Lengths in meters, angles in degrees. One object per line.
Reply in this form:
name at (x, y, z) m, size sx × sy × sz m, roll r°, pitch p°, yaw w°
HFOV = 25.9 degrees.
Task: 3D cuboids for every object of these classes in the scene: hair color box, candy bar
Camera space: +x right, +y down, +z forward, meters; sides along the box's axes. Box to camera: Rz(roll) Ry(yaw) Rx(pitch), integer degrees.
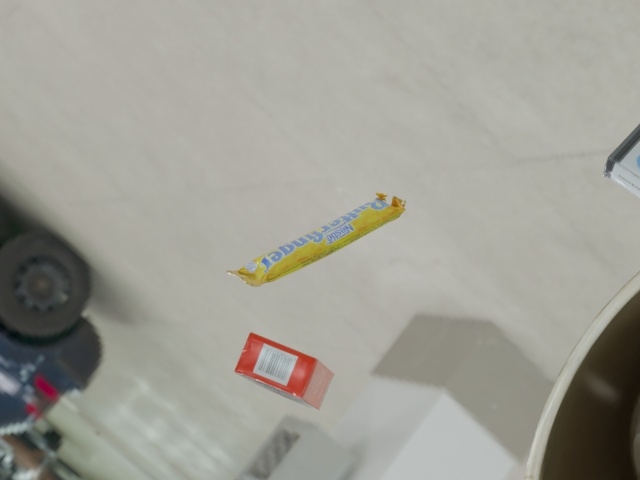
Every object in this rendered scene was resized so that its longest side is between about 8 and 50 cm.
hair color box at (-0.033, 0.128, 1.343) m, size 0.072 × 0.043 × 0.141 m, roll 21°, pitch 173°, yaw 11°
candy bar at (0.000, 0.000, 1.102) m, size 0.040 × 0.161 × 0.018 m, roll 20°, pitch 130°, yaw 52°

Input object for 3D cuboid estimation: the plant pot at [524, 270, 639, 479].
plant pot at (0.217, 0.106, 0.627) m, size 0.256 × 0.256 × 0.274 m, roll 37°, pitch -176°, yaw 6°

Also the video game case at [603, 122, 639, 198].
video game case at (0.463, -0.091, 1.385) m, size 0.248 × 0.275 × 0.035 m, roll 37°, pitch 156°, yaw 21°
